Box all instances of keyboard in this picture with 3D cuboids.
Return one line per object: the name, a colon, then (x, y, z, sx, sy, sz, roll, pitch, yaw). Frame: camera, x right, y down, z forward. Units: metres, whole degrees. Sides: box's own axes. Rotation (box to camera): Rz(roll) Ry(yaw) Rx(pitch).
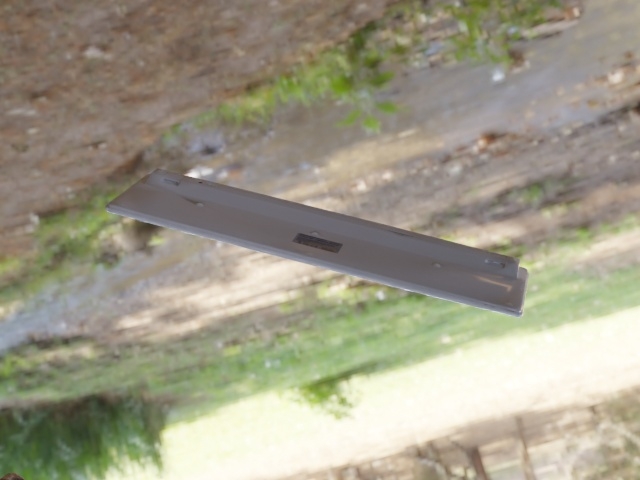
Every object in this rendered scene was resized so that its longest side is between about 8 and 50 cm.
keyboard: (0.000, 0.000, 0.691, 0.256, 0.014, 0.072, 14, -153, 9)

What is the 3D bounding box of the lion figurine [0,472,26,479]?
lion figurine: (-0.167, 0.253, 0.591, 0.240, 0.142, 0.392, -46, 137, 6)
